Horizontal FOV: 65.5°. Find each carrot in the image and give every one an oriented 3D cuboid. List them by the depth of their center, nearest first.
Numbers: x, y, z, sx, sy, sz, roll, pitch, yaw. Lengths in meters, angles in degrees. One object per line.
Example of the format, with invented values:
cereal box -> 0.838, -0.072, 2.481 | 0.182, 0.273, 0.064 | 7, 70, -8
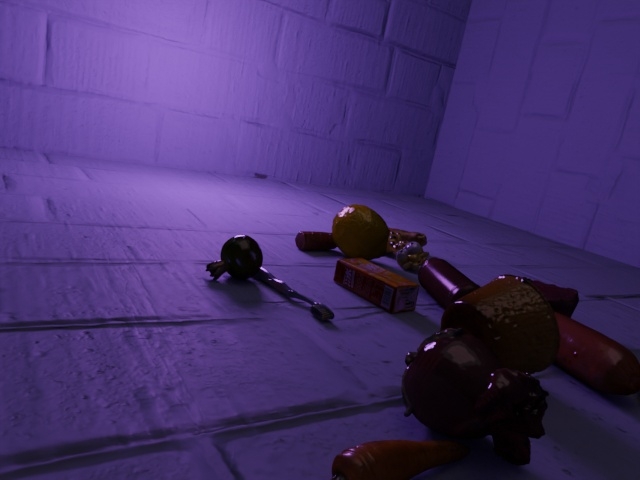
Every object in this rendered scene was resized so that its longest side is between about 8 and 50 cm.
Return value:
carrot -> 0.111, 0.274, 0.624 | 0.256, 0.061, 0.061 | 4, 15, -37

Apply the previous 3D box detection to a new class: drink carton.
drink carton -> 0.143, 0.112, 1.302 | 0.096, 0.071, 0.223 | -1, 17, -40

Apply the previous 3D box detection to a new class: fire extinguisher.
fire extinguisher -> 0.371, 0.152, 1.292 | 0.147, 0.106, 0.337 | 34, 8, -16

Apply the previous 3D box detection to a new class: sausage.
sausage -> 0.555, 0.235, 1.052 | 0.113, 0.114, 0.259 | 6, 13, -21
sausage -> 0.000, 0.000, 1.666 | 0.169, 0.065, 0.065 | 1, 17, -38

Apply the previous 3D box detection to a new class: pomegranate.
pomegranate -> -0.210, 0.049, 1.215 | 0.142, 0.115, 0.114 | -27, 32, -28

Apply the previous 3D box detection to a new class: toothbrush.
toothbrush -> -0.096, 0.110, 1.201 | 0.037, 0.028, 0.375 | -9, 24, -39

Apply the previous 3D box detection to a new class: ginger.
ginger -> 0.304, -0.006, 1.922 | 0.205, 0.081, 0.115 | 5, 0, 3

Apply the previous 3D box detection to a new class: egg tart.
egg tart -> 0.333, 0.172, 0.960 | 0.147, 0.203, 0.202 | -6, 20, -27

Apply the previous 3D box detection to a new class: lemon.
lemon -> 0.131, -0.026, 1.625 | 0.180, 0.180, 0.193 | 2, 55, -36

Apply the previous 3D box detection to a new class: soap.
soap -> 0.573, 0.173, 1.332 | 0.289, 0.112, 0.182 | 7, 16, -23

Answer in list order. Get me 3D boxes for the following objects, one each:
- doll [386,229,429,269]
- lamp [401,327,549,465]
doll -> 0.270, 0.030, 1.733 | 0.117, 0.086, 0.291 | -33, 27, -7
lamp -> 0.214, 0.207, 0.719 | 0.223, 0.151, 0.215 | 9, -30, 29
